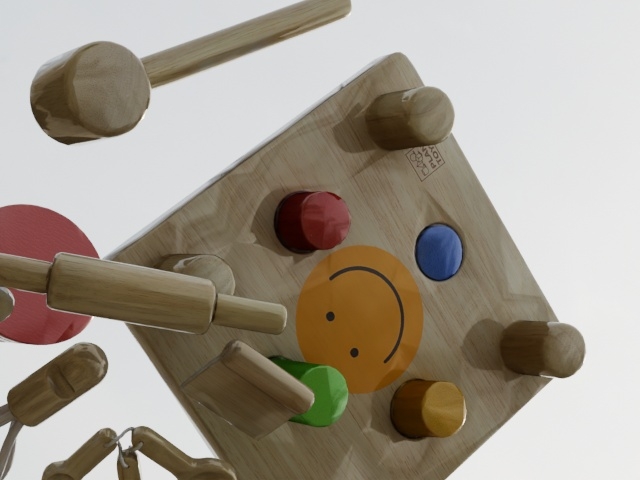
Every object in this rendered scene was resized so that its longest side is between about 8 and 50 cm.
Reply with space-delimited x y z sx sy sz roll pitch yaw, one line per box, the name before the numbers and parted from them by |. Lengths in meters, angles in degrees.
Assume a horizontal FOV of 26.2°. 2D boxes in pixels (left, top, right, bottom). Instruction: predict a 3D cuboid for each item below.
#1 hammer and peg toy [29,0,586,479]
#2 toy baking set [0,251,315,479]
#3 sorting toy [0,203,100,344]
hammer and peg toy | 0.000 0.000 0.867 0.361 0.266 0.127 59 -25 -15
toy baking set | -0.136 0.089 0.744 0.256 0.030 0.197 14 -58 -13
sorting toy | -0.358 -0.005 1.094 0.365 0.127 0.126 27 -36 -13
